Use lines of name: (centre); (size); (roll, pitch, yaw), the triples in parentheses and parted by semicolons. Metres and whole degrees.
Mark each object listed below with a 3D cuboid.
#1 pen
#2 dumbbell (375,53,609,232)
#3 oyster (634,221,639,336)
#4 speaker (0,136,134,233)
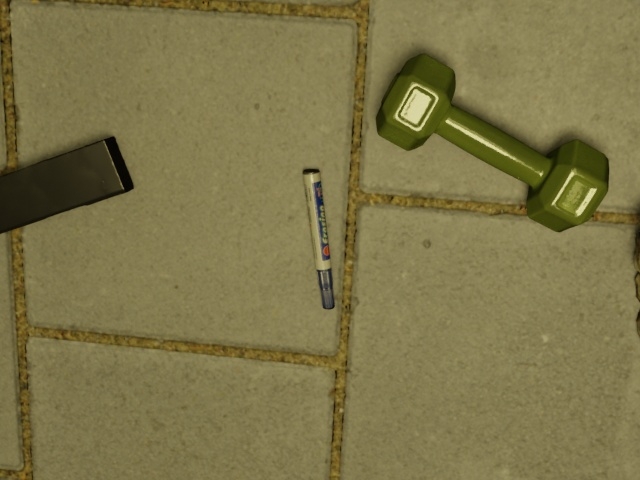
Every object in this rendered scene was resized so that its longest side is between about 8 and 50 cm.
pen: (0.000, 0.000, 1.139); (0.025, 0.025, 0.204); (-6, 105, 8)
dumbbell: (0.219, -0.123, 1.035); (0.302, 0.108, 0.121); (29, 107, -2)
oyster: (0.507, 0.108, 1.063); (0.166, 0.110, 0.341); (-17, 116, 17)
speaker: (-0.382, -0.076, 1.153); (0.218, 0.044, 0.082); (-18, 103, 12)
